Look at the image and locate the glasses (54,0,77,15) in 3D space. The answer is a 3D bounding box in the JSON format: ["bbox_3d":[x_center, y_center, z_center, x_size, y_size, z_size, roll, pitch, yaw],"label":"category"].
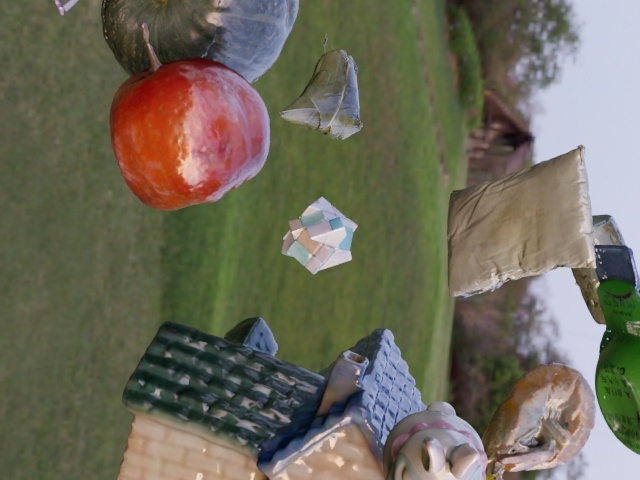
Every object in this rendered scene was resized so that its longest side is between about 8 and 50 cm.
[{"bbox_3d":[-0.334,-0.379,1.574,0.062,0.104,0.140,78,-10,-57],"label":"glasses"}]

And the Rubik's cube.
[{"bbox_3d":[-0.001,-0.003,1.360,0.073,0.084,0.075,-32,145,-63],"label":"Rubik's cube"}]

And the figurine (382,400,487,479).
[{"bbox_3d":[0.129,0.275,1.286,0.235,0.127,0.155,6,107,-86],"label":"figurine"}]

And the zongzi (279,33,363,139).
[{"bbox_3d":[-0.007,-0.213,1.446,0.062,0.130,0.154,-20,-112,46],"label":"zongzi"}]

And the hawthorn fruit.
[{"bbox_3d":[-0.206,-0.184,1.631,0.242,0.242,0.271,-75,145,-61],"label":"hawthorn fruit"}]

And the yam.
[{"bbox_3d":[0.474,0.040,1.903,0.194,0.107,0.107,62,18,-20],"label":"yam"}]

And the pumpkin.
[{"bbox_3d":[-0.200,-0.385,1.871,0.327,0.291,0.257,-52,156,14],"label":"pumpkin"}]

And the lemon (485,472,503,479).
[{"bbox_3d":[0.211,0.336,1.452,0.065,0.065,0.092,-77,179,-53],"label":"lemon"}]

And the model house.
[{"bbox_3d":[-0.048,0.290,1.664,0.395,0.446,0.399,-53,158,-69],"label":"model house"}]

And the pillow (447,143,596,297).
[{"bbox_3d":[0.244,-0.017,1.398,0.230,0.050,0.148,-18,-105,47],"label":"pillow"}]

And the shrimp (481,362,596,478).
[{"bbox_3d":[0.388,0.370,2.075,0.317,0.168,0.077,-57,162,-8],"label":"shrimp"}]

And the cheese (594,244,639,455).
[{"bbox_3d":[0.419,0.160,1.490,0.204,0.083,0.320,-177,-107,-72],"label":"cheese"}]
